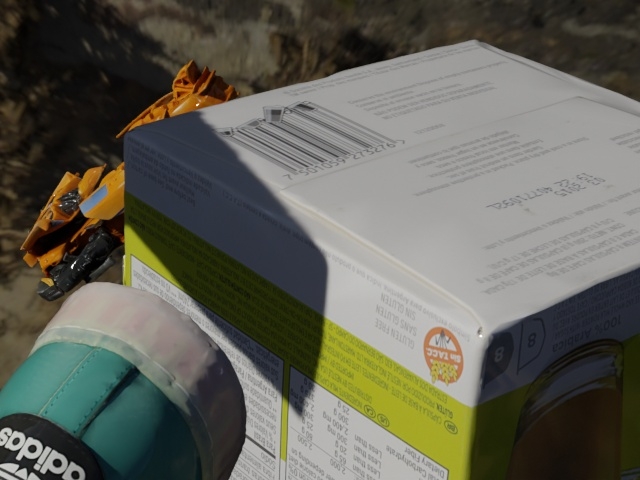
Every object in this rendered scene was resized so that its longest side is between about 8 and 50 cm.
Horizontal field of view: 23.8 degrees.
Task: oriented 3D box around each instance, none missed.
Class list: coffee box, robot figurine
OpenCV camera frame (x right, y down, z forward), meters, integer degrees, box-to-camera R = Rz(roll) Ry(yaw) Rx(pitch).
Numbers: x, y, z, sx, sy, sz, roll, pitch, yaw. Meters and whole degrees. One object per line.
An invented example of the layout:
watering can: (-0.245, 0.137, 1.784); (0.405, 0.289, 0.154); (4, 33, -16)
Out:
coffee box: (0.095, 0.091, 1.041); (0.338, 0.338, 0.334); (-18, 123, -36)
robot figurine: (-0.211, -0.057, 1.612); (0.085, 0.211, 0.291); (42, 123, -17)

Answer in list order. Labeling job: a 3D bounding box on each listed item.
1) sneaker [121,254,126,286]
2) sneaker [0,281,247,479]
sneaker: (-0.126, 0.032, 1.164); (0.035, 0.083, 0.031); (2, 79, 12)
sneaker: (-0.102, 0.154, 0.589); (0.108, 0.302, 0.121); (24, 47, 17)
